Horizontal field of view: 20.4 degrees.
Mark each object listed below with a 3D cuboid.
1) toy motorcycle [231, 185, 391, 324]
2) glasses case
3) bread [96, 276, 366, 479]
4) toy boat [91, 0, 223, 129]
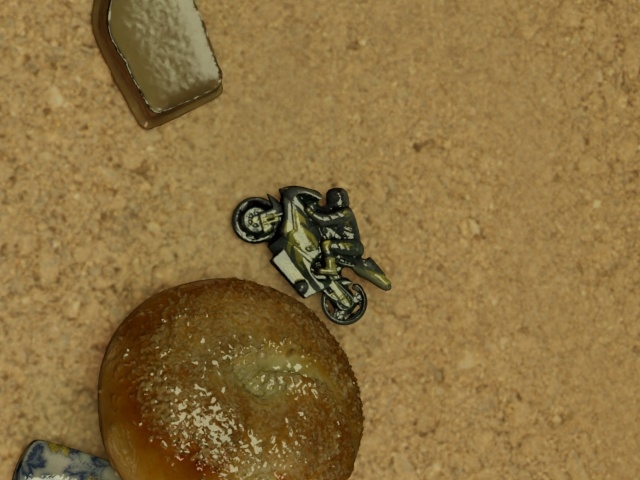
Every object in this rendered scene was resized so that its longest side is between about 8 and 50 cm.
[{"bbox_3d":[0.000,0.000,2.028,0.193,0.061,0.124,43,83,-1],"label":"toy motorcycle"},{"bbox_3d":[-0.216,0.291,1.942,0.248,0.065,0.087,21,75,-15],"label":"glasses case"},{"bbox_3d":[-0.088,0.172,1.923,0.305,0.159,0.305,10,64,-21],"label":"bread"},{"bbox_3d":[-0.187,-0.230,1.991,0.116,0.061,0.188,-27,93,-16],"label":"toy boat"}]
